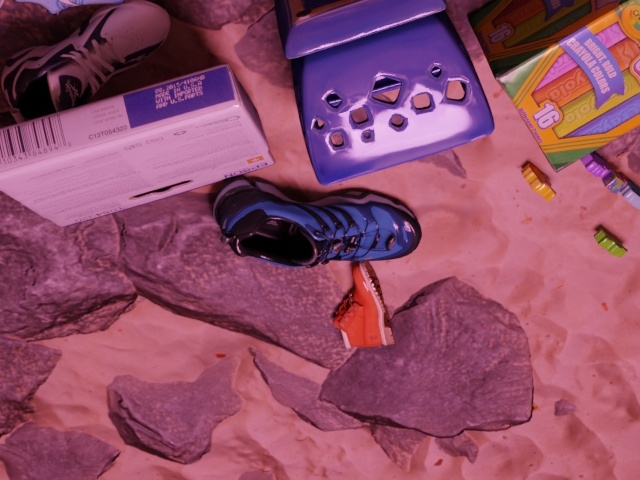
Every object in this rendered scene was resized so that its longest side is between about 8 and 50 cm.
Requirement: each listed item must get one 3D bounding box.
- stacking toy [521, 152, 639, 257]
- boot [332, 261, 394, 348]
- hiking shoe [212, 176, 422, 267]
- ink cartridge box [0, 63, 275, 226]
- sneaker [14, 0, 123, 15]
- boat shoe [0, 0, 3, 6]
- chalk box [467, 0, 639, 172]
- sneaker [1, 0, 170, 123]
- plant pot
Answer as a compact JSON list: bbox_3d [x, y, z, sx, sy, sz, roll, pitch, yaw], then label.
[{"bbox_3d":[0.419,-0.088,2.090,0.221,0.052,0.167,35,114,-29],"label":"stacking toy"},{"bbox_3d":[0.055,0.099,2.160,0.085,0.059,0.158,-10,126,5],"label":"boot"},{"bbox_3d":[0.000,0.000,2.035,0.304,0.132,0.113,5,123,-14],"label":"hiking shoe"},{"bbox_3d":[-0.238,-0.116,1.887,0.324,0.330,0.071,-16,81,2],"label":"ink cartridge box"},{"bbox_3d":[-0.315,-0.315,1.812,0.162,0.063,0.073,3,142,-38],"label":"sneaker"},{"bbox_3d":[-0.441,-0.317,1.787,0.114,0.091,0.302,14,121,-16],"label":"boat shoe"},{"bbox_3d":[0.370,-0.261,1.886,0.289,0.180,0.179,-31,123,12],"label":"chalk box"},{"bbox_3d":[-0.296,-0.213,1.841,0.235,0.153,0.094,-18,125,4],"label":"sneaker"},{"bbox_3d":[0.067,-0.235,1.835,0.236,0.236,0.212,-17,118,4],"label":"plant pot"}]
